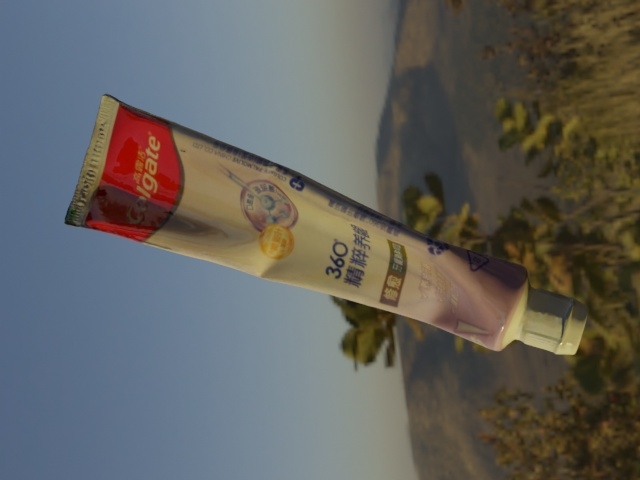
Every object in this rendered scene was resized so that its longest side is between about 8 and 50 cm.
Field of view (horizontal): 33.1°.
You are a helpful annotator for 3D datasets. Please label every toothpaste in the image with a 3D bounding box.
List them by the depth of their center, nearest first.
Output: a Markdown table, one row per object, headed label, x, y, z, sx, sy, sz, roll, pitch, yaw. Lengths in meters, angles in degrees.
| label | x | y | z | sx | sy | sz | roll | pitch | yaw |
| --- | --- | --- | --- | --- | --- | --- | --- | --- | --- |
| toothpaste | 0.000 | 0.000 | 0.601 | 0.048 | 0.301 | 0.075 | -49 | -25 | -62 |
